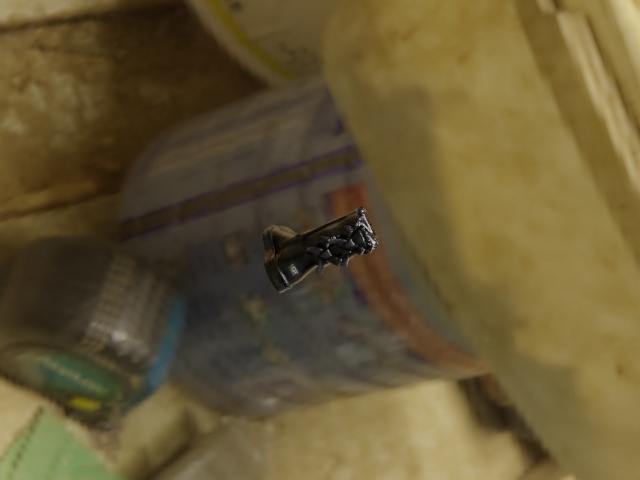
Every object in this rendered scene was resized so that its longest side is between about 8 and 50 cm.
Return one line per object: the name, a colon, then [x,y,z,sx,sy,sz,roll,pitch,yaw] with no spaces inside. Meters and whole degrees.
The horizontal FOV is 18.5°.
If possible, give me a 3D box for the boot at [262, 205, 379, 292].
boot: [0.000,-0.001,1.765,0.045,0.099,0.121,60,8,-17]
